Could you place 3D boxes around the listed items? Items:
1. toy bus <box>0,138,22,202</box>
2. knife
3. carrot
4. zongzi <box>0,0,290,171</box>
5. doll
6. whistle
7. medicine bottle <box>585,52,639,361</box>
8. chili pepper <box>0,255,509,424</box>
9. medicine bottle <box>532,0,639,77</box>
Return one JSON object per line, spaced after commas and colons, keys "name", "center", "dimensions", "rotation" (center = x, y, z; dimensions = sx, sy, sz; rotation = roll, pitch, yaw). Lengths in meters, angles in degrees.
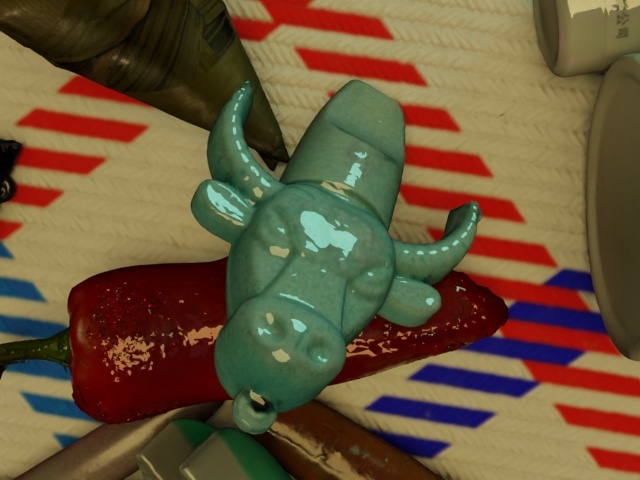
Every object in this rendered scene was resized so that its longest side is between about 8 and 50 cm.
{"name": "toy bus", "center": [-0.278, -0.027, 0.645], "dimensions": [0.074, 0.060, 0.123], "rotation": [24, 100, 4]}
{"name": "knife", "center": [-0.187, 0.190, 0.671], "dimensions": [0.278, 0.053, 0.123], "rotation": [-32, 99, 7]}
{"name": "carrot", "center": [0.049, 0.186, 0.648], "dimensions": [0.225, 0.067, 0.067], "rotation": [34, 97, 1]}
{"name": "zongzi", "center": [-0.159, -0.188, 0.617], "dimensions": [0.123, 0.289, 0.260], "rotation": [-47, 51, 7]}
{"name": "doll", "center": [-0.048, 0.249, 0.600], "dimensions": [0.258, 0.153, 0.195], "rotation": [46, 142, 0]}
{"name": "whistle", "center": [0.000, 0.000, 0.557], "dimensions": [0.186, 0.093, 0.274], "rotation": [26, 54, -8]}
{"name": "medicine bottle", "center": [0.369, -0.028, 0.532], "dimensions": [0.371, 0.211, 0.211], "rotation": [-3, 96, 4]}
{"name": "chili pepper", "center": [-0.060, 0.064, 0.617], "dimensions": [0.387, 0.110, 0.110], "rotation": [-6, 96, -5]}
{"name": "medicine bottle", "center": [0.278, -0.174, 0.580], "dimensions": [0.259, 0.095, 0.095], "rotation": [-9, 96, 3]}
